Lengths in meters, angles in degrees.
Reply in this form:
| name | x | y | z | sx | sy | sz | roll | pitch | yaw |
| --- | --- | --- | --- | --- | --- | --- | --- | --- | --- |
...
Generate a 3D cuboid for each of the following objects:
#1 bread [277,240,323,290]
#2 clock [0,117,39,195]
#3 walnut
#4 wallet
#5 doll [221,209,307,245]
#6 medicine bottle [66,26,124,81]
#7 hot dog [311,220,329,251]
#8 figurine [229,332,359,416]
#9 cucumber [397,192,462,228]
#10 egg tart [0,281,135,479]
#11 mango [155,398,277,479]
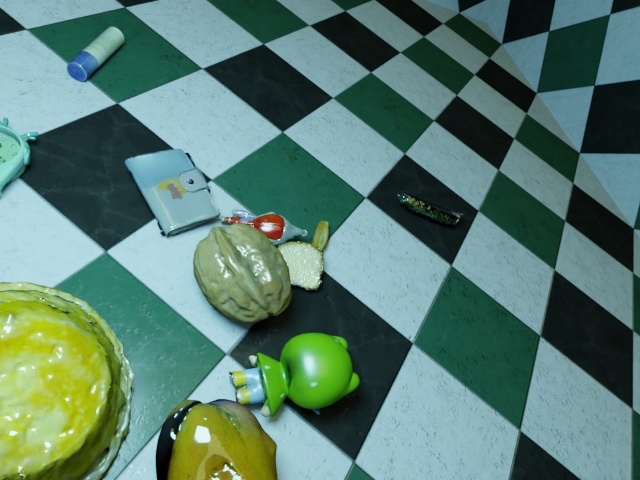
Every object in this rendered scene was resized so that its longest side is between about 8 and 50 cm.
| name | x | y | z | sx | sy | sz | roll | pitch | yaw |
| --- | --- | --- | --- | --- | --- | --- | --- | --- | --- |
| bread | -0.057 | 0.067 | 1.109 | 0.129 | 0.044 | 0.126 | 12 | 63 | -19 |
| clock | -0.725 | -0.191 | 0.940 | 0.159 | 0.066 | 0.211 | 27 | 47 | -7 |
| walnut | -0.174 | 0.071 | 0.950 | 0.198 | 0.198 | 0.245 | -29 | 82 | -39 |
| wallet | -0.367 | -0.125 | 1.079 | 0.170 | 0.069 | 0.231 | -24 | 75 | -33 |
| doll | -0.145 | -0.030 | 1.114 | 0.227 | 0.075 | 0.102 | 4 | 68 | -13 |
| medicine bottle | -0.654 | -0.549 | 1.253 | 0.059 | 0.059 | 0.231 | 22 | 49 | -11 |
| hot dog | 0.000 | 0.000 | 1.199 | 0.043 | 0.028 | 0.137 | 5 | 46 | 9 |
| figurine | -0.052 | 0.282 | 0.893 | 0.263 | 0.143 | 0.162 | -7 | 53 | -19 |
| cucumber | 0.368 | -0.100 | 1.449 | 0.245 | 0.067 | 0.067 | 17 | 50 | -13 |
| egg tart | -0.461 | 0.234 | 0.641 | 0.387 | 0.169 | 0.388 | 26 | 51 | -37 |
| mango | -0.164 | 0.407 | 0.718 | 0.201 | 0.153 | 0.288 | -8 | 60 | -15 |
